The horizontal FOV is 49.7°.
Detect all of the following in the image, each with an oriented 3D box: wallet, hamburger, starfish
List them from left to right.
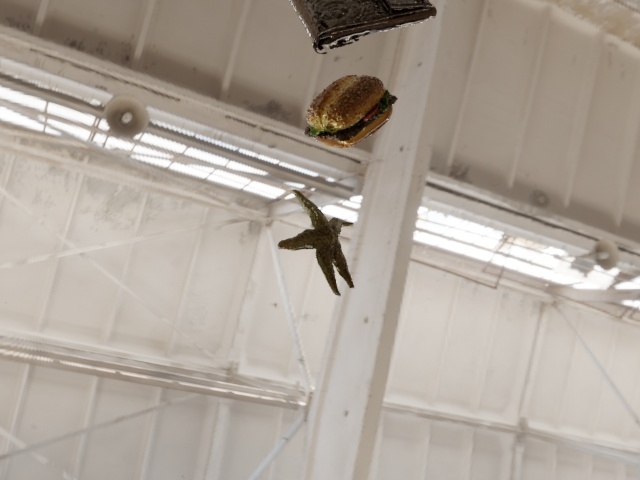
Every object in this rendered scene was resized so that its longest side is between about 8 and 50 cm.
[{"bbox_3d":[0.001,-0.001,1.286,0.217,0.050,0.223,-18,-107,-41],"label":"starfish"},{"bbox_3d":[0.022,-0.295,0.770,0.133,0.039,0.243,-15,-133,-7],"label":"wallet"},{"bbox_3d":[0.043,-0.234,1.217,0.166,0.137,0.087,-44,-49,-33],"label":"hamburger"}]
